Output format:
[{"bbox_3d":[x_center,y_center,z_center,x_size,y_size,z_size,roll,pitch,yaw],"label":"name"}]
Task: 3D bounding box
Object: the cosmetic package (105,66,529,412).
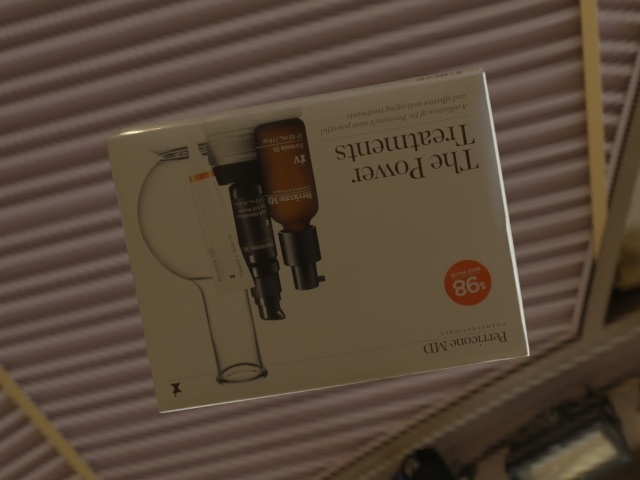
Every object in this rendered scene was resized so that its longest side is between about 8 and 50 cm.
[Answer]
[{"bbox_3d":[0.000,0.000,1.544,0.377,0.097,0.284,-10,-80,6],"label":"cosmetic package"}]
